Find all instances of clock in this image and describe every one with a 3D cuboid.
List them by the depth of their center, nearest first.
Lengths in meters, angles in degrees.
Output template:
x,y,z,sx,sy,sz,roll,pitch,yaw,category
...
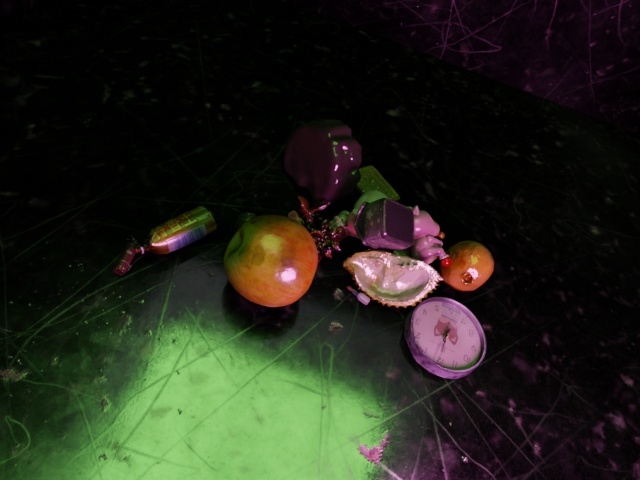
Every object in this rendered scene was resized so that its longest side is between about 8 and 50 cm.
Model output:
x,y,z,sx,sy,sz,roll,pitch,yaw,category
0.491,0.372,1.644,0.325,0.067,0.325,8,54,-11,clock

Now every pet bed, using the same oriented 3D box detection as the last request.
x,y,z,sx,sy,sz,roll,pitch,yaw,category
0.251,-0.053,1.658,0.211,0.159,0.183,15,70,-42,pet bed

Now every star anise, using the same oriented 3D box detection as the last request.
x,y,z,sx,sy,sz,roll,pitch,yaw,category
0.000,0.000,1.724,0.190,0.125,0.220,26,67,8,star anise
-0.042,-0.140,1.839,0.141,0.158,0.144,24,28,0,star anise

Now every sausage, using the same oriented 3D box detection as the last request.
x,y,z,sx,sy,sz,roll,pitch,yaw,category
-0.565,-0.027,1.615,0.317,0.117,0.125,-29,33,-30,sausage

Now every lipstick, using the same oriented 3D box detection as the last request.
x,y,z,sx,sy,sz,roll,pitch,yaw,category
0.150,0.216,1.689,0.107,0.025,0.025,37,53,19,lipstick

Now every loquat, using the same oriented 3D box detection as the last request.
x,y,z,sx,sy,sz,roll,pitch,yaw,category
0.615,0.105,1.769,0.193,0.238,0.238,36,54,4,loquat

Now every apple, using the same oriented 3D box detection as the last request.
x,y,z,sx,sy,sz,roll,pitch,yaw,category
-0.183,0.072,1.517,0.340,0.339,0.339,7,54,-10,apple

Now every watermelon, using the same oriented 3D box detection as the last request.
x,y,z,sx,sy,sz,roll,pitch,yaw,category
-0.283,-0.060,1.714,0.133,0.105,0.105,16,50,22,watermelon

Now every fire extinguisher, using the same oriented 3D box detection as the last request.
x,y,z,sx,sy,sz,roll,pitch,yaw,category
-0.710,0.058,1.562,0.078,0.045,0.157,33,47,-26,fire extinguisher

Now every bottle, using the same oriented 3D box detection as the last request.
x,y,z,sx,sy,sz,roll,pitch,yaw,category
0.191,-0.103,1.783,0.148,0.147,0.236,35,46,10,bottle

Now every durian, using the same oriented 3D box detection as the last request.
x,y,z,sx,sy,sz,roll,pitch,yaw,category
0.274,0.150,1.663,0.395,0.198,0.163,19,54,1,durian

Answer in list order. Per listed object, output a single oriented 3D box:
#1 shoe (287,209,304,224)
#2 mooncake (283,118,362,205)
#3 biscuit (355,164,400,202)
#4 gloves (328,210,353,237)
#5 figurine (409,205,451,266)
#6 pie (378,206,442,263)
x,y,z,sx,sy,sz,roll,pitch,yaw,category
-0.110,-0.073,1.802,0.072,0.069,0.109,-38,60,-8,shoe
0.020,-0.359,1.887,0.212,0.350,0.381,-15,70,-35,mooncake
0.262,-0.264,2.061,0.172,0.029,0.254,-22,64,-28,biscuit
0.098,-0.074,1.845,0.111,0.094,0.144,21,44,-14,gloves
0.430,0.000,1.769,0.186,0.176,0.287,-7,66,-32,figurine
0.382,-0.021,1.893,0.338,0.075,0.337,4,57,-6,pie
